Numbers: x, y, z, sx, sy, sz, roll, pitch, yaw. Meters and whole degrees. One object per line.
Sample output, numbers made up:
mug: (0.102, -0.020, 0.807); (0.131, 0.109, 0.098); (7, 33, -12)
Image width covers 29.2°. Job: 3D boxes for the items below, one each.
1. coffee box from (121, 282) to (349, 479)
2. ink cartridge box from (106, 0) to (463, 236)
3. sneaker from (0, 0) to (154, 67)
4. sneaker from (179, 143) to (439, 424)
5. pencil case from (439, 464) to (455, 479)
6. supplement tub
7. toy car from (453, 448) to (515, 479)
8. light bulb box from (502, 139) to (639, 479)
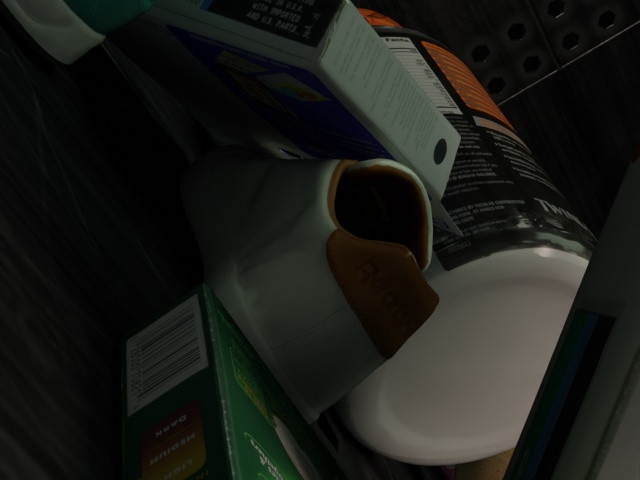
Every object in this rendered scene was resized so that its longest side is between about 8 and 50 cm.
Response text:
coffee box: (-0.014, 0.099, 0.357); (0.113, 0.040, 0.184); (57, 5, -26)
ink cartridge box: (-0.028, -0.089, 0.686); (0.206, 0.045, 0.208); (23, -11, 33)
sneaker: (-0.121, -0.243, 0.518); (0.295, 0.178, 0.124); (58, 5, -17)
sneaker: (0.000, 0.000, 0.664); (0.106, 0.123, 0.290); (56, 4, -23)
pencil case: (0.252, 0.311, 1.219); (0.167, 0.160, 0.386); (-30, 90, -47)
supplement tub: (0.059, -0.021, 0.903); (0.207, 0.207, 0.338); (56, 6, -42)
toy car: (0.155, 0.192, 1.022); (0.149, 0.155, 0.188); (48, 22, -68)
light bulb box: (0.255, 0.109, 0.418); (0.361, 0.358, 0.225); (22, 0, 7)
